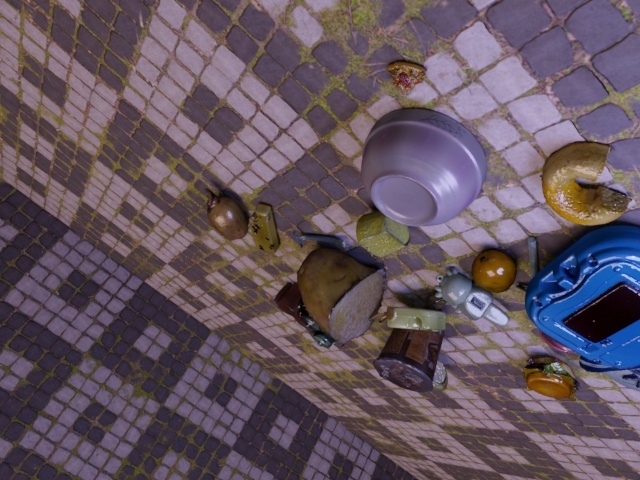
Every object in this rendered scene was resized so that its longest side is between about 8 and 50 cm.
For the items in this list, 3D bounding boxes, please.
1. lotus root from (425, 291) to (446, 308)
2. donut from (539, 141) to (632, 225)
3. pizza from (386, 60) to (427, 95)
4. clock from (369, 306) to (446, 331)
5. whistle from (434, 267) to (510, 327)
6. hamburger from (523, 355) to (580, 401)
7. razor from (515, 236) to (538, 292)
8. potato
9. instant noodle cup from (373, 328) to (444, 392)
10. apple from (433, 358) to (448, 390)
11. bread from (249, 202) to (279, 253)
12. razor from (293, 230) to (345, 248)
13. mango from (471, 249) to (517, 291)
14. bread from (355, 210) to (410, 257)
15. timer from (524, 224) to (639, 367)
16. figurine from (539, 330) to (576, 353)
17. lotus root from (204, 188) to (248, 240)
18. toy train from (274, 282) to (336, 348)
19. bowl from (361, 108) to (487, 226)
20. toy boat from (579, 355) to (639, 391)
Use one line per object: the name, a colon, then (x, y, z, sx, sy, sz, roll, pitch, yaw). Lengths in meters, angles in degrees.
lotus root: (0.362, 0.183, 1.509, 0.054, 0.049, 0.099, 9, 158, -12)
donut: (0.508, -0.100, 0.950, 0.146, 0.078, 0.181, -10, 130, 44)
pizza: (0.172, -0.317, 0.969, 0.083, 0.025, 0.078, 13, 143, 25)
clock: (0.282, 0.255, 1.585, 0.232, 0.069, 0.170, -2, 170, 32)
whistle: (0.430, 0.168, 1.388, 0.244, 0.110, 0.092, 32, -179, -3)
hamburger: (0.714, 0.420, 1.510, 0.164, 0.093, 0.190, 13, 147, 24)
razor: (0.533, 0.066, 1.217, 0.084, 0.036, 0.211, 30, 151, 42)
potato: (0.042, 0.159, 1.594, 0.237, 0.300, 0.289, 29, 126, 34)
instant noodle cup: (0.317, 0.384, 1.690, 0.217, 0.207, 0.217, 22, 149, 14)
apple: (0.368, 0.476, 1.875, 0.265, 0.120, 0.193, 30, 163, 7)
bread: (-0.196, -0.043, 1.666, 0.088, 0.049, 0.226, 19, 147, 19)
razor: (0.001, -0.003, 1.566, 0.191, 0.037, 0.068, 4, 136, 35)
mango: (0.447, 0.086, 1.261, 0.111, 0.089, 0.163, 20, 156, 16)
bread: (0.169, -0.027, 1.315, 0.129, 0.111, 0.114, 29, 150, -34)
timer: (0.652, 0.138, 1.077, 0.309, 0.115, 0.340, 32, 136, 1)
figurine: (0.639, 0.215, 1.279, 0.114, 0.126, 0.157, -102, -10, -78)
lotus root: (-0.326, -0.087, 1.655, 0.125, 0.118, 0.221, -10, 136, 25)
toy train: (-0.035, 0.305, 1.961, 0.221, 0.150, 0.304, 18, 150, 40)
bowl: (0.210, -0.136, 1.088, 0.287, 0.144, 0.287, 22, 148, 15)
toy boat: (0.865, 0.355, 1.318, 0.291, 0.070, 0.210, 23, 154, 6)
